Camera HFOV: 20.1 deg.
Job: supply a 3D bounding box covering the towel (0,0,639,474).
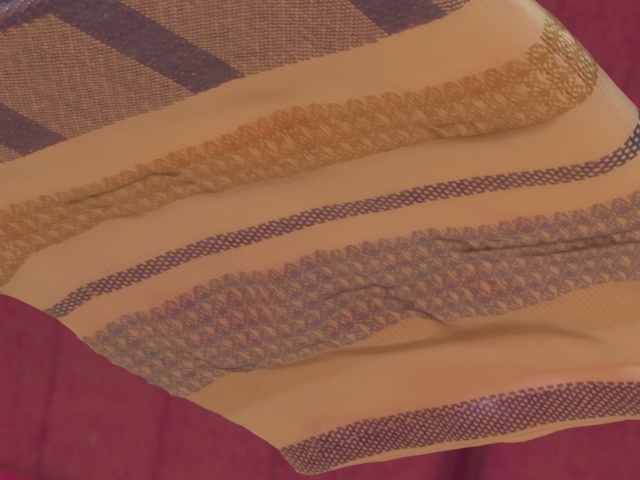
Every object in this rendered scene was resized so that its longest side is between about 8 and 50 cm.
[{"bbox_3d":[0.000,0.000,0.502,0.209,0.285,0.034,-14,59,31],"label":"towel"}]
